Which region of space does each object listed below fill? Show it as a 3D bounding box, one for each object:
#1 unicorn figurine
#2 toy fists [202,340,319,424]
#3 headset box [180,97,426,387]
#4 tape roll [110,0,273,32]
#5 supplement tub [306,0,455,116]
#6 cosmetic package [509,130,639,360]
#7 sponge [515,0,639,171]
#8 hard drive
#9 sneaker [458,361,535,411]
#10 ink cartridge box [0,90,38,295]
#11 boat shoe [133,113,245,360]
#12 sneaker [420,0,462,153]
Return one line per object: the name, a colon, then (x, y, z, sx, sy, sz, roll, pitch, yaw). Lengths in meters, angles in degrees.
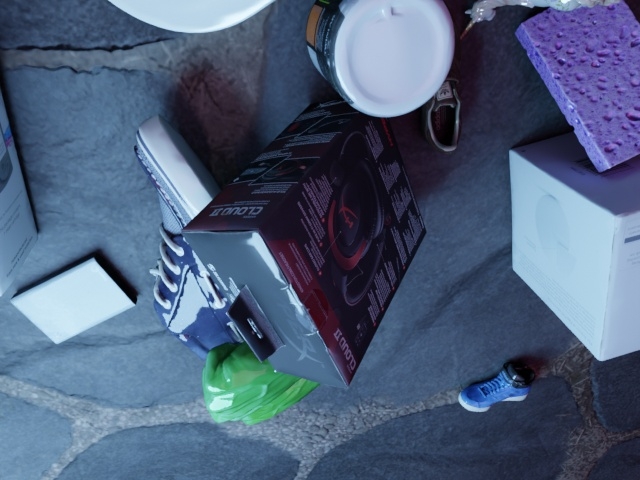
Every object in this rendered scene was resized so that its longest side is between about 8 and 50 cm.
unicorn figurine: (0.249, -0.283, 0.535, 0.111, 0.161, 0.060, -31, 117, -24)
toy fists: (-0.086, 0.201, 0.687, 0.142, 0.096, 0.279, -35, 158, -6)
headset box: (0.000, 0.000, 0.531, 0.110, 0.293, 0.218, 0, 130, 36)
tape roll: (-0.085, -0.309, 0.353, 0.245, 0.169, 0.246, 12, 133, 13)
supplement tub: (0.049, -0.206, 0.480, 0.116, 0.190, 0.117, -5, 121, -8)
cosmetic package: (0.379, -0.005, 0.641, 0.138, 0.224, 0.225, -15, 122, -2)
sponge: (0.341, -0.201, 0.563, 0.117, 0.031, 0.210, -27, 82, 5)
hard drive: (-0.347, 0.083, 0.664, 0.135, 0.022, 0.094, -26, 121, 4)
sneaker: (0.338, 0.273, 0.887, 0.152, 0.058, 0.085, -3, 126, -14)
ink cartridge box: (-0.452, -0.093, 0.467, 0.225, 0.131, 0.307, 1, 126, -10)
boat shoe: (-0.171, 0.023, 0.601, 0.158, 0.127, 0.341, -29, 122, -2)
sneaker: (0.151, -0.198, 0.572, 0.066, 0.071, 0.189, -15, 122, 5)
